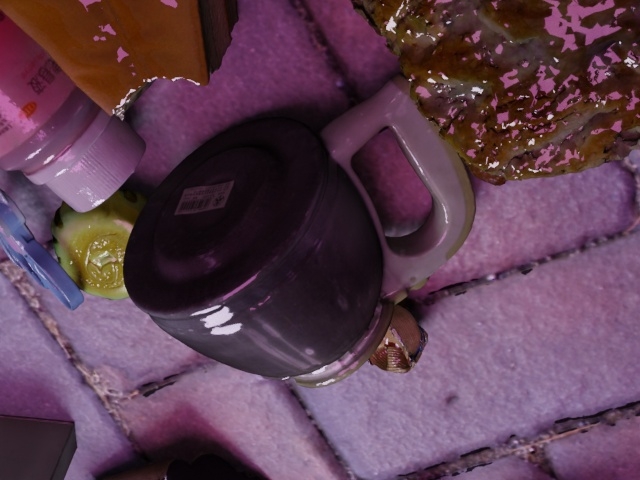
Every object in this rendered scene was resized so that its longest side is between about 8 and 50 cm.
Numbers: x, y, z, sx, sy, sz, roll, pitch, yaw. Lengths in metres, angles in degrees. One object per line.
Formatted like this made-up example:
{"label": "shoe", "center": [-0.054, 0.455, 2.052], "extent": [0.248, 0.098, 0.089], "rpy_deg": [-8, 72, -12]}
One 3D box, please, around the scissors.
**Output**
{"label": "scissors", "center": [-0.329, -0.028, 1.595], "extent": [0.125, 0.030, 0.256], "rpy_deg": [29, 155, 45]}

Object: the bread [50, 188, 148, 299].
{"label": "bread", "center": [-0.218, 0.000, 1.631], "extent": [0.130, 0.071, 0.139], "rpy_deg": [10, 131, 7]}

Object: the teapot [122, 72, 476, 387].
{"label": "teapot", "center": [-0.017, -0.001, 1.551], "extent": [0.239, 0.321, 0.239], "rpy_deg": [16, 156, 49]}

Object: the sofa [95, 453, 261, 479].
{"label": "sofa", "center": [-0.158, 0.376, 1.845], "extent": [0.200, 0.182, 0.258], "rpy_deg": [-22, 118, 43]}

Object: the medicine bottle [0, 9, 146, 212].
{"label": "medicine bottle", "center": [-0.290, -0.143, 1.508], "extent": [0.147, 0.147, 0.247], "rpy_deg": [-33, 117, 27]}

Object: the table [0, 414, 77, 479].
{"label": "table", "center": [-0.418, 0.281, 1.827], "extent": [0.240, 0.121, 0.111], "rpy_deg": [6, 123, 7]}

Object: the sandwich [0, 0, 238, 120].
{"label": "sandwich", "center": [-0.143, -0.247, 1.409], "extent": [0.227, 0.155, 0.198], "rpy_deg": [-33, 114, 27]}

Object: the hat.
{"label": "hat", "center": [0.079, 0.098, 1.655], "extent": [0.076, 0.059, 0.077], "rpy_deg": [-1, 119, 52]}

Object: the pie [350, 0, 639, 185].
{"label": "pie", "center": [0.197, -0.264, 1.325], "extent": [0.395, 0.180, 0.418], "rpy_deg": [-22, 110, 24]}
